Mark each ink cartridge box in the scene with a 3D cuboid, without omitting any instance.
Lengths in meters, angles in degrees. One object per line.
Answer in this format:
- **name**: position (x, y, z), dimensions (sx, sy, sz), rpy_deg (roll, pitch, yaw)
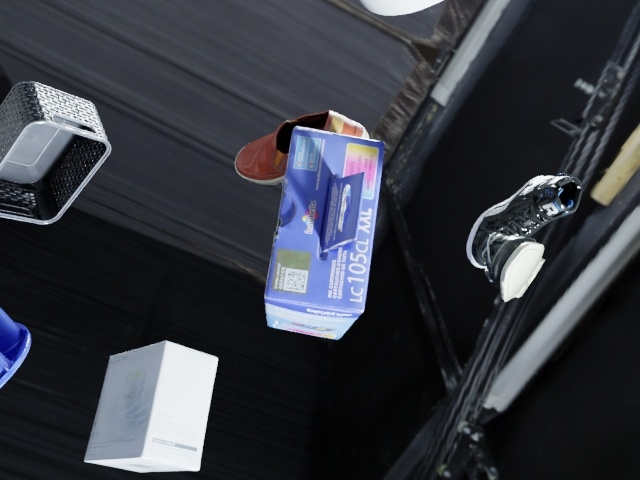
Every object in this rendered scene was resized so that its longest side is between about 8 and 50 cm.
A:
- **ink cartridge box**: position (0.000, 0.000, 0.991), dimensions (0.395, 0.151, 0.270), rpy_deg (99, -1, -75)

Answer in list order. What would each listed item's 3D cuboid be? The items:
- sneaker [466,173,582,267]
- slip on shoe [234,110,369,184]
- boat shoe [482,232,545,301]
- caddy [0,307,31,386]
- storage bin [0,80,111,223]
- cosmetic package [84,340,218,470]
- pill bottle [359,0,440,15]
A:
- **sneaker**: position (0.343, -0.040, 1.018), dimensions (0.217, 0.079, 0.121), rpy_deg (-43, -172, -13)
- **slip on shoe**: position (-0.059, -0.184, 1.176), dimensions (0.331, 0.101, 0.123), rpy_deg (-2, -117, 46)
- **boat shoe**: position (0.242, 0.028, 0.802), dimensions (0.084, 0.079, 0.233), rpy_deg (-55, 160, 7)
- **caddy**: position (-0.624, 0.207, 0.935), dimensions (0.341, 0.179, 0.241), rpy_deg (-25, -152, -5)
- **storage bin**: position (-0.395, -0.117, 0.855), dimensions (0.180, 0.122, 0.084), rpy_deg (-43, -121, 24)
- **cosmetic package**: position (-0.343, 0.342, 1.244), dimensions (0.224, 0.138, 0.224), rpy_deg (-20, -128, 40)
- **pill bottle**: position (-0.002, -0.376, 0.453), dimensions (0.224, 0.392, 0.224), rpy_deg (-23, -131, 29)
